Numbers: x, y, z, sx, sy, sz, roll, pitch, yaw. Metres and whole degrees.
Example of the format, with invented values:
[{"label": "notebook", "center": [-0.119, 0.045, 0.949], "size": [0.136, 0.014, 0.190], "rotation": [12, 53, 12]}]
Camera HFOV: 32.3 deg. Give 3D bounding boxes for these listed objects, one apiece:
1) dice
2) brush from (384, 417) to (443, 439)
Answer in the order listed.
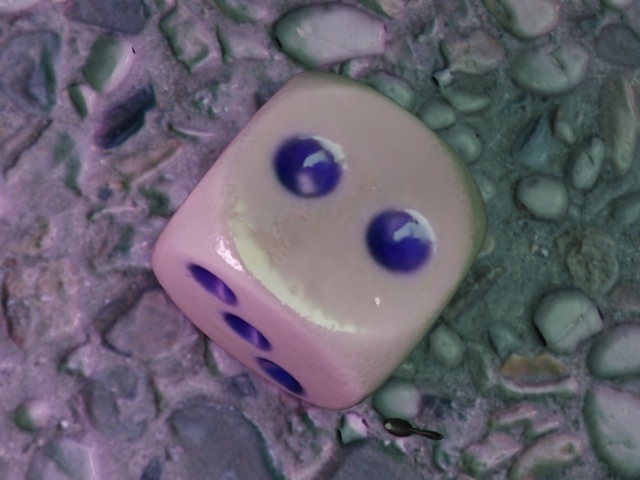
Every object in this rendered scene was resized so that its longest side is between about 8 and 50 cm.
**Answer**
[{"label": "dice", "center": [0.000, 0.000, 1.326], "size": [0.304, 0.277, 0.304], "rotation": [39, 66, -2]}, {"label": "brush", "center": [0.121, 0.246, 1.428], "size": [0.083, 0.008, 0.024], "rotation": [14, 66, -16]}]
